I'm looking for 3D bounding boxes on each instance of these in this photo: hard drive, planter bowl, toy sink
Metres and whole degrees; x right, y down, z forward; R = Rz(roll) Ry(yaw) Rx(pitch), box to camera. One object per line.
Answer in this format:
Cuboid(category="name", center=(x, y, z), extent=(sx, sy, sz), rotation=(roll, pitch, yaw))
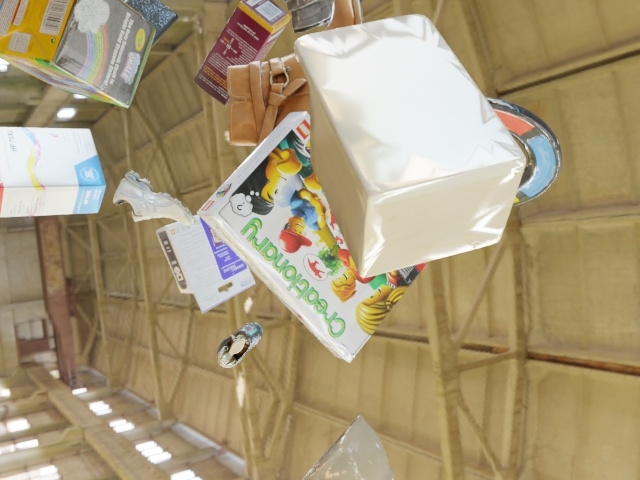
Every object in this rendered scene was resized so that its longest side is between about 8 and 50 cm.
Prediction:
Cuboid(category="hard drive", center=(-0.339, -0.410, 1.315), extent=(0.022, 0.094, 0.135), rotation=(-40, -163, 51))
Cuboid(category="planter bowl", center=(0.052, 0.384, 1.153), extent=(0.109, 0.162, 0.162), rotation=(41, -41, 9))
Cuboid(category="toy sink", center=(0.075, -0.100, 0.715), extent=(0.131, 0.152, 0.234), rotation=(91, -19, -52))

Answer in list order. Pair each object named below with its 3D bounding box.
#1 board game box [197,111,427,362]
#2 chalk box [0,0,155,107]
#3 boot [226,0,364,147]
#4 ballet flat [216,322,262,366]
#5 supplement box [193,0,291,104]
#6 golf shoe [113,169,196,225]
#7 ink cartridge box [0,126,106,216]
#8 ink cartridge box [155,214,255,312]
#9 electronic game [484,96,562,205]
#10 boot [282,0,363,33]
Cuboid(category="board game box", center=(0.000, 0.000, 0.973), extent=(0.305, 0.193, 0.053), rotation=(48, -18, -26))
Cuboid(category="chalk box", center=(-0.336, -0.280, 1.000), extent=(0.132, 0.213, 0.132), rotation=(17, -94, 21))
Cuboid(category="boot", center=(-0.037, -0.274, 1.124), extent=(0.109, 0.220, 0.283), rotation=(38, 53, -81))
Cuboid(category="ballet flat", center=(-0.223, 0.280, 1.800), extent=(0.203, 0.074, 0.074), rotation=(-45, -124, 36))
Cuboid(category="supplement box", center=(-0.148, -0.361, 1.325), extent=(0.081, 0.104, 0.188), rotation=(37, -57, -5))
Cuboid(category="golf shoe", center=(-0.341, -0.064, 1.435), extent=(0.176, 0.086, 0.069), rotation=(31, -13, 7))
Cuboid(category="ink cartridge box", center=(-0.490, -0.114, 1.162), extent=(0.078, 0.231, 0.134), rotation=(-55, -129, 44))
Cuboid(category="ink cartridge box", center=(-0.258, 0.042, 1.612), extent=(0.045, 0.206, 0.208), rotation=(-19, -86, 35))
Cuboid(category="electronic game", center=(0.227, -0.121, 1.010), extent=(0.229, 0.229, 0.048), rotation=(-42, -155, 56))
Cuboid(category="boot", center=(-0.084, -0.557, 1.542), extent=(0.118, 0.338, 0.223), rotation=(-102, 174, -64))
